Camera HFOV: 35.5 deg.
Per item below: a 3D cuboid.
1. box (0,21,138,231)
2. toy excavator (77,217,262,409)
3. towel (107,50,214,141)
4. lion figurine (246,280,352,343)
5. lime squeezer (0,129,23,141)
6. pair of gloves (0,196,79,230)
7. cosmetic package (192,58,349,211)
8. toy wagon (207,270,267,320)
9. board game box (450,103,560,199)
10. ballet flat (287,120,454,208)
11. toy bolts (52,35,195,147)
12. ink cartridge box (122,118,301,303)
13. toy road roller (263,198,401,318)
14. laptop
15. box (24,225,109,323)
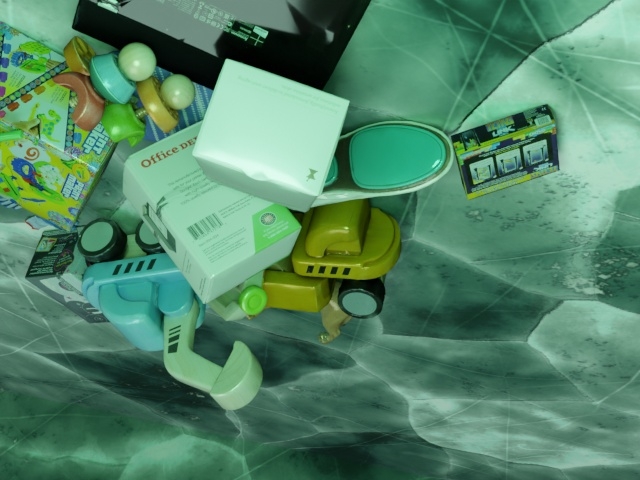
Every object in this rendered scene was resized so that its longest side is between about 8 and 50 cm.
[{"bbox_3d":[-0.527,-0.199,1.855,0.279,0.177,0.290,29,149,-11],"label":"box"},{"bbox_3d":[-0.332,0.172,2.211,0.432,0.445,0.222,-8,147,14],"label":"toy excavator"},{"bbox_3d":[-0.202,-0.253,1.817,0.335,0.040,0.243,6,149,10],"label":"towel"},{"bbox_3d":[-0.038,0.123,2.353,0.392,0.142,0.240,14,148,-32],"label":"lion figurine"},{"bbox_3d":[-0.627,-0.143,1.780,0.110,0.059,0.310,34,146,-18],"label":"lime squeezer"},{"bbox_3d":[-0.670,-0.073,2.347,0.159,0.023,0.198,-7,147,33],"label":"pair of gloves"},{"bbox_3d":[-0.078,-0.149,1.572,0.196,0.155,0.365,19,176,-4],"label":"cosmetic package"},{"bbox_3d":[-0.175,-0.018,1.992,0.068,0.345,0.267,-2,-159,-34],"label":"toy wagon"},{"bbox_3d":[0.317,-0.148,1.701,0.170,0.048,0.141,-18,147,5],"label":"board game box"},{"bbox_3d":[0.067,-0.128,1.835,0.400,0.139,0.139,-10,145,25],"label":"ballet flat"},{"bbox_3d":[-0.324,-0.277,1.640,0.158,0.218,0.228,-30,176,10],"label":"toy bolts"},{"bbox_3d":[-0.198,-0.058,1.784,0.273,0.198,0.115,52,153,16],"label":"ink cartridge box"},{"bbox_3d":[0.000,0.000,2.027,0.329,0.203,0.241,4,137,14],"label":"toy road roller"},{"bbox_3d":[-0.154,-0.382,1.540,0.381,0.236,0.408,21,119,-16],"label":"laptop"},{"bbox_3d":[-0.573,0.091,2.478,0.163,0.142,0.247,-6,147,32],"label":"box"}]
